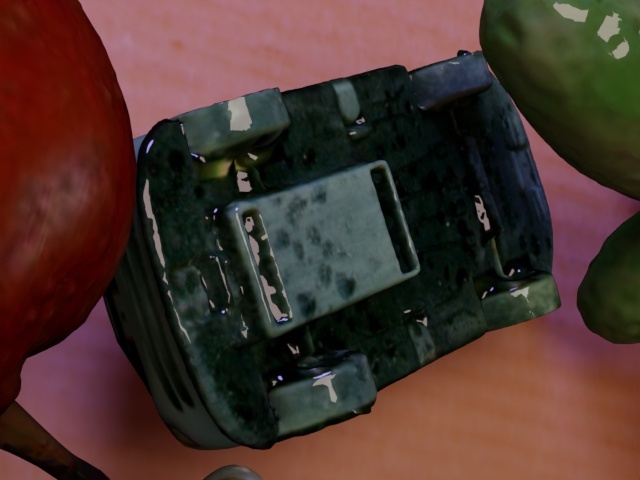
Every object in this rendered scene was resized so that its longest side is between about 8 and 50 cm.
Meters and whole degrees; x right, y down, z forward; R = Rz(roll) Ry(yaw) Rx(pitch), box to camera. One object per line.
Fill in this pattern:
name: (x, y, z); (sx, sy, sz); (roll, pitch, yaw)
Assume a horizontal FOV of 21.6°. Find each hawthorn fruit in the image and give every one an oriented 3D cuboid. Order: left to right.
hawthorn fruit: (-0.175, -0.009, 0.601); (0.300, 0.254, 0.254); (44, 54, -13)

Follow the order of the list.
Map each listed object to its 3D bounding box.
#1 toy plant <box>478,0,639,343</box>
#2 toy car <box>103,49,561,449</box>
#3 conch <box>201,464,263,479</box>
toy plant: (0.237, -0.069, 0.857); (0.317, 0.210, 0.356); (49, 48, -9)
toy car: (0.000, 0.000, 0.762); (0.306, 0.125, 0.136); (-21, 94, -56)
conch: (-0.072, 0.181, 0.602); (0.386, 0.170, 0.203); (13, 87, -46)
